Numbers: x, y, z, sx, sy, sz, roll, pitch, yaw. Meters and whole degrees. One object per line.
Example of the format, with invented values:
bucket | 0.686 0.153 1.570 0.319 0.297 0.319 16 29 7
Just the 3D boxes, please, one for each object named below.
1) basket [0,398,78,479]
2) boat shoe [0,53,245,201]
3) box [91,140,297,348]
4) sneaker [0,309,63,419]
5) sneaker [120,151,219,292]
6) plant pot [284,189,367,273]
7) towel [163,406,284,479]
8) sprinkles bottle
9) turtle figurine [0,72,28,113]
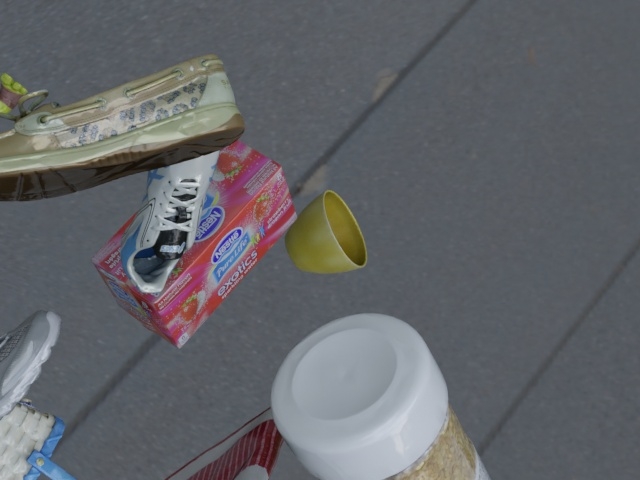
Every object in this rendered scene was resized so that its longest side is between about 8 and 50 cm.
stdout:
basket | -0.516 0.390 1.860 0.289 0.254 0.201 49 50 -23
boat shoe | -0.218 -0.105 1.044 0.285 0.104 0.089 -15 82 -17
box | -0.162 -0.004 1.457 0.257 0.122 0.128 -48 152 -20
sneaker | -0.412 0.165 1.224 0.281 0.105 0.115 -40 102 -1
sneaker | -0.163 -0.036 1.228 0.085 0.086 0.237 -2 137 -32
plant pot | 0.000 0.000 1.744 0.095 0.134 0.134 -26 111 19
towel | -0.144 0.267 0.893 0.237 0.329 0.037 -36 101 20
sprinkles bottle | 0.083 0.211 0.870 0.121 0.121 0.355 -47 132 -20
turtle figurine | -0.474 -0.127 1.423 0.269 0.087 0.217 31 80 17
